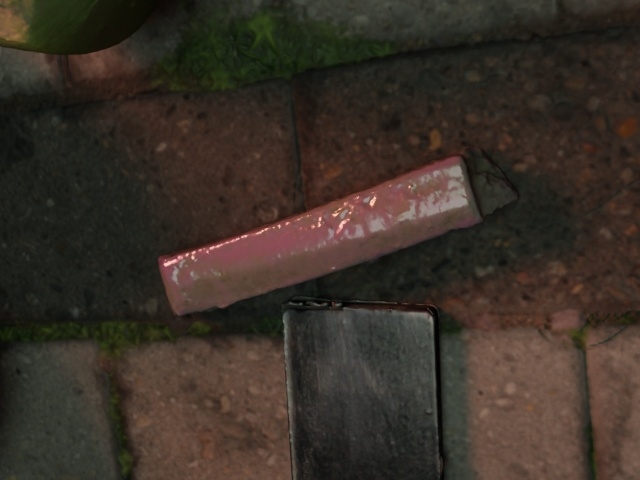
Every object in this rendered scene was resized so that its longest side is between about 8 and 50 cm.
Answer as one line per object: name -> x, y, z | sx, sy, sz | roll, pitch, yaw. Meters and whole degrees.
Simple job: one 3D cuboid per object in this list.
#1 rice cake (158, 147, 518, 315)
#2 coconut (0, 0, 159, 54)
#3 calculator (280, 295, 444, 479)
rice cake -> 0.000, 0.000, 0.906 | 0.365, 0.056, 0.073 | -18, 95, 24
coconut -> -0.245, -0.310, 0.821 | 0.328, 0.281, 0.328 | 4, 99, 23
calculator -> 0.042, 0.185, 0.944 | 0.161, 0.021, 0.262 | 2, 101, 21
